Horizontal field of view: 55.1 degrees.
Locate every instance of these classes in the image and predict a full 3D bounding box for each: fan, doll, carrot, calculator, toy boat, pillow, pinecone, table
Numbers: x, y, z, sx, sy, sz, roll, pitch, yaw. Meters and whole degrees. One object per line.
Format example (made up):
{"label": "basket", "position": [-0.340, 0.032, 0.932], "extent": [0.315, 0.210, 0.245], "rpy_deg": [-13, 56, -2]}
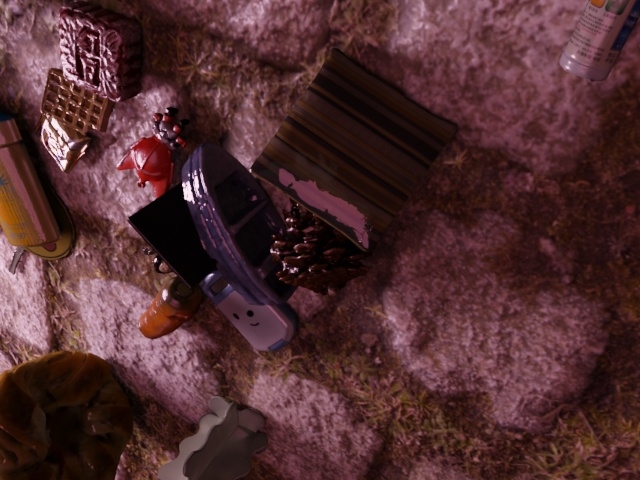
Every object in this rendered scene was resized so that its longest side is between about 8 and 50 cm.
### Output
{"label": "fan", "position": [-0.634, -0.032, 1.323], "extent": [0.230, 0.011, 0.335], "rpy_deg": [40, 127, 1]}
{"label": "doll", "position": [-0.276, -0.147, 1.038], "extent": [0.109, 0.057, 0.169], "rpy_deg": [41, 129, 2]}
{"label": "carrot", "position": [-0.290, 0.134, 1.200], "extent": [0.087, 0.087, 0.193], "rpy_deg": [44, 139, -2]}
{"label": "calculator", "position": [-0.133, 0.116, 1.132], "extent": [0.210, 0.039, 0.121], "rpy_deg": [49, 126, -5]}
{"label": "toy boat", "position": [-0.128, -0.026, 0.991], "extent": [0.078, 0.127, 0.282], "rpy_deg": [-17, 110, 40]}
{"label": "pillow", "position": [0.043, -0.125, 0.845], "extent": [0.208, 0.052, 0.212], "rpy_deg": [35, 96, 7]}
{"label": "pinecone", "position": [0.000, 0.000, 0.928], "extent": [0.174, 0.173, 0.173], "rpy_deg": [13, 123, 21]}
{"label": "table", "position": [-0.220, 0.448, 1.272], "extent": [0.167, 0.198, 0.166], "rpy_deg": [13, 122, 20]}

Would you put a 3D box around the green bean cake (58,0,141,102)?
{"label": "green bean cake", "position": [-0.357, -0.302, 0.989], "extent": [0.136, 0.056, 0.135], "rpy_deg": [24, 125, 14]}

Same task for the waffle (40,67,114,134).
{"label": "waffle", "position": [-0.425, -0.237, 1.072], "extent": [0.135, 0.021, 0.092], "rpy_deg": [27, 108, 12]}

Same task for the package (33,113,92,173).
{"label": "package", "position": [-0.478, -0.194, 1.133], "extent": [0.120, 0.031, 0.108], "rpy_deg": [51, 127, 1]}

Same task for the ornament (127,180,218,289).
{"label": "ornament", "position": [-0.265, 0.024, 1.093], "extent": [0.166, 0.153, 0.196], "rpy_deg": [50, 137, -6]}

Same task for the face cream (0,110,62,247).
{"label": "face cream", "position": [-0.615, -0.125, 1.212], "extent": [0.140, 0.067, 0.284], "rpy_deg": [-2, 116, 24]}

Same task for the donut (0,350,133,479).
{"label": "donut", "position": [-0.588, 0.412, 1.353], "extent": [0.170, 0.360, 0.360], "rpy_deg": [-19, 108, 37]}

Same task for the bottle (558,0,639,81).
{"label": "bottle", "position": [0.325, -0.278, 0.645], "extent": [0.060, 0.060, 0.217], "rpy_deg": [25, 128, 13]}
